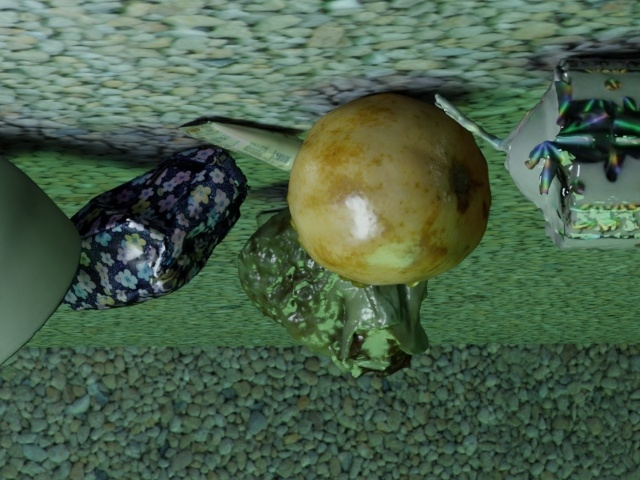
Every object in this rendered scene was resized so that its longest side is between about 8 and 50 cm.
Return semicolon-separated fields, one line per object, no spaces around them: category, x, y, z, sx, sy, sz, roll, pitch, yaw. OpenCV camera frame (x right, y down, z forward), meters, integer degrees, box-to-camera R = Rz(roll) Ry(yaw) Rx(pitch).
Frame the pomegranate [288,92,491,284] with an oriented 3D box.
pomegranate;0.069;-0.045;1.758;0.207;0.207;0.207;-2;171;0

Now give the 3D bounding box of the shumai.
shumai;0.038;0.061;2.209;0.256;0.218;0.189;-34;159;20

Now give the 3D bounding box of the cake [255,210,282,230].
cake;0.006;-0.015;2.442;0.100;0.099;0.235;-9;-171;30

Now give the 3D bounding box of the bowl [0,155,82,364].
bowl;-0.440;0.013;1.810;0.353;0.354;0.185;-8;125;32

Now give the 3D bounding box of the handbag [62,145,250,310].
handbag;-0.183;-0.012;1.942;0.228;0.127;0.208;-19;-164;49

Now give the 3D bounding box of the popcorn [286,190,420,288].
popcorn;0.058;-0.031;1.992;0.197;0.156;0.197;4;160;1

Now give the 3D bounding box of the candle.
candle;0.269;-0.082;1.652;0.330;0.187;0.187;0;171;-1

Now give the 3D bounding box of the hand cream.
hand cream;-0.077;-0.105;1.875;0.143;0.039;0.061;16;170;-37
